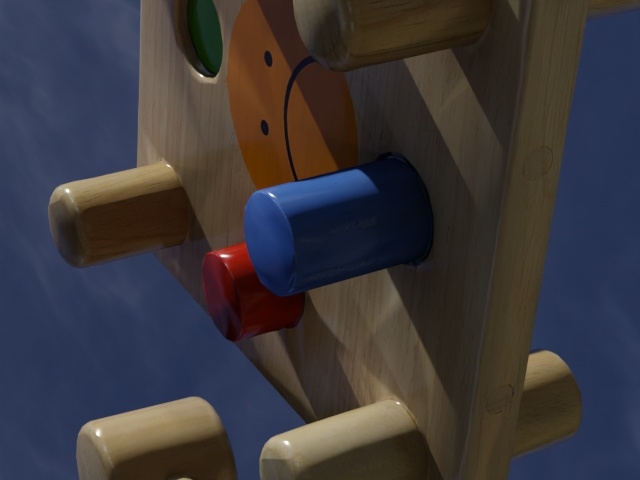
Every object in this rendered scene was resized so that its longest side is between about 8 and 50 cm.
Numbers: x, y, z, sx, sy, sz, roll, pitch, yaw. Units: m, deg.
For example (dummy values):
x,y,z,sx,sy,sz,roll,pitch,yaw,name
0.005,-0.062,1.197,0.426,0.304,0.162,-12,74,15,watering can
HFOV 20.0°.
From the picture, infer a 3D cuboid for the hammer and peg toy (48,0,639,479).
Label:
x,y,z,sx,sy,sz,roll,pitch,yaw,name
0.000,0.000,0.696,0.127,0.266,0.361,-15,-53,-28,hammer and peg toy
